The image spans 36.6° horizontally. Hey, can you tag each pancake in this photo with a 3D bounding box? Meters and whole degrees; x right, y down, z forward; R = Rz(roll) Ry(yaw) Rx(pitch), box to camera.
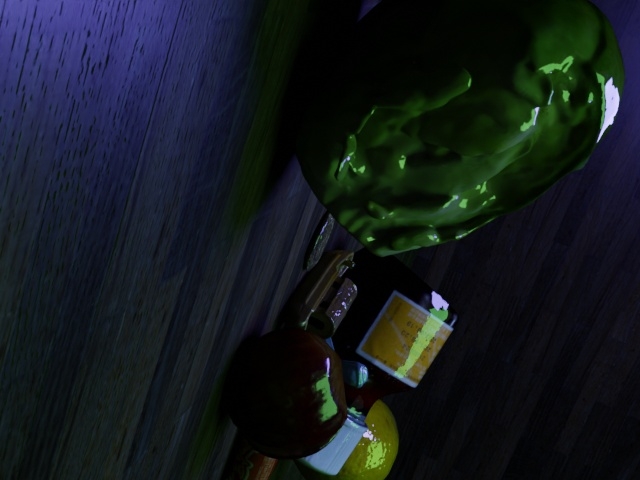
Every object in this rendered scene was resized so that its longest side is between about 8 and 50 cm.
[{"bbox_3d":[0.001,0.001,1.543,0.115,0.011,0.115,23,90,-80],"label":"pancake"}]

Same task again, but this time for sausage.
[{"bbox_3d":[-0.091,0.324,1.591,0.264,0.083,0.083,-68,170,15],"label":"sausage"}]

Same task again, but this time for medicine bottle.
[{"bbox_3d":[0.057,0.219,1.767,0.395,0.242,0.242,-52,170,1],"label":"medicine bottle"}]

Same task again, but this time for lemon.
[{"bbox_3d":[0.054,0.448,2.169,0.267,0.267,0.267,23,90,-80],"label":"lemon"}]

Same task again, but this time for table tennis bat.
[{"bbox_3d":[0.006,0.202,1.571,0.237,0.038,0.149,7,-80,62],"label":"table tennis bat"}]

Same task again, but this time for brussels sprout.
[{"bbox_3d":[0.155,-0.152,1.109,0.371,0.276,0.315,-33,-152,13],"label":"brussels sprout"}]

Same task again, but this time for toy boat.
[{"bbox_3d":[0.010,0.090,1.574,0.226,0.088,0.068,-53,163,-51],"label":"toy boat"}]

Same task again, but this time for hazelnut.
[{"bbox_3d":[-0.048,0.210,1.371,0.204,0.177,0.178,88,27,-57],"label":"hazelnut"}]
